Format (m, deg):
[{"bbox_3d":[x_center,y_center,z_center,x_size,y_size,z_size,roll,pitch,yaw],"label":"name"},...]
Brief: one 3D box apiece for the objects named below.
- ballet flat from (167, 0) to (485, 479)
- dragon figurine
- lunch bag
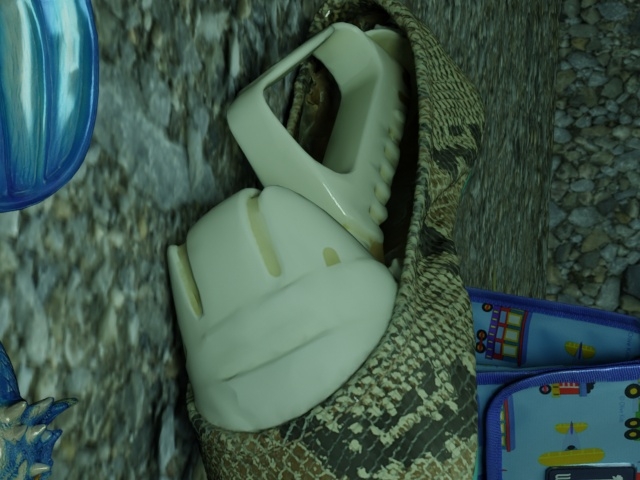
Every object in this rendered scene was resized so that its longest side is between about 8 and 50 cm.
[{"bbox_3d":[0.000,0.000,0.777,0.182,0.164,0.482,56,27,-29],"label":"ballet flat"},{"bbox_3d":[-0.121,-0.053,0.403,0.144,0.085,0.289,25,68,-73],"label":"dragon figurine"},{"bbox_3d":[0.147,0.147,0.993,0.138,0.293,0.221,-68,155,-51],"label":"lunch bag"}]
